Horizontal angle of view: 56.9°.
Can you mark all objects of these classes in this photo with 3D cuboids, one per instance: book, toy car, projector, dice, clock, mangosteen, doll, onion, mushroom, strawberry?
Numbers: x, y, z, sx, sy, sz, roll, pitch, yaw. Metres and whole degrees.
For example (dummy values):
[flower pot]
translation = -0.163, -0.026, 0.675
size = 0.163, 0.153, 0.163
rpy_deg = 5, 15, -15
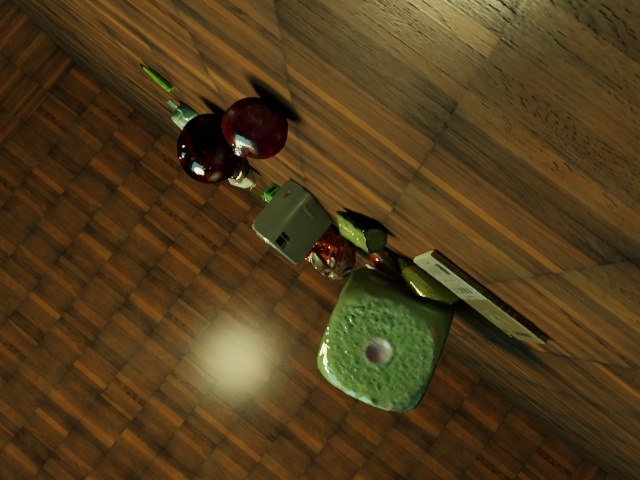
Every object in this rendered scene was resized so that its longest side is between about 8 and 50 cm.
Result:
[book]
translation = 0.359, 0.130, 1.367
size = 0.310, 0.021, 0.217
rpy_deg = 38, 175, 3
[toy car]
translation = -0.163, -0.164, 2.178
size = 0.165, 0.071, 0.062
rpy_deg = 32, 157, 52
[projector]
translation = -0.090, -0.054, 1.884
size = 0.108, 0.198, 0.250
rpy_deg = 35, 175, 27
[dice]
translation = 0.192, 0.277, 1.712
size = 0.319, 0.322, 0.330
rpy_deg = 22, -171, 10
[clock]
translation = -0.444, -0.403, 2.024
size = 0.211, 0.066, 0.159
rpy_deg = 40, 174, -17
[mangosteen]
translation = -0.302, -0.258, 1.661
size = 0.210, 0.210, 0.210
rpy_deg = 38, 175, 4
[doll]
translation = 0.173, 0.045, 1.724
size = 0.194, 0.062, 0.104
rpy_deg = 45, 161, 9
[onion]
translation = -0.126, -0.213, 1.129
size = 0.131, 0.131, 0.131
rpy_deg = 38, 175, 4
[mushroom]
translation = -0.355, -0.293, 2.241
size = 0.278, 0.096, 0.099
rpy_deg = 42, 174, 2
[strawberry]
translation = 0.000, 0.000, 2.160
size = 0.265, 0.149, 0.336
rpy_deg = 34, -170, -42

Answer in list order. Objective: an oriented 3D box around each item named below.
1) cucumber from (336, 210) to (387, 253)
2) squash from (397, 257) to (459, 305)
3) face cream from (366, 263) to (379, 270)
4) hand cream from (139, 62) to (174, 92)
[cucumber]
translation = 0.105, -0.031, 1.547
size = 0.211, 0.062, 0.078
rpy_deg = -139, 33, -66
[squash]
translation = 0.271, 0.117, 1.572
size = 0.200, 0.075, 0.090
rpy_deg = 38, -159, 24
[face cream]
translation = 0.212, 0.116, 2.302
size = 0.038, 0.020, 0.115
rpy_deg = 40, 178, -27
[hand cream]
translation = -0.499, -0.496, 1.796
size = 0.122, 0.023, 0.036
rpy_deg = 40, -173, 2
